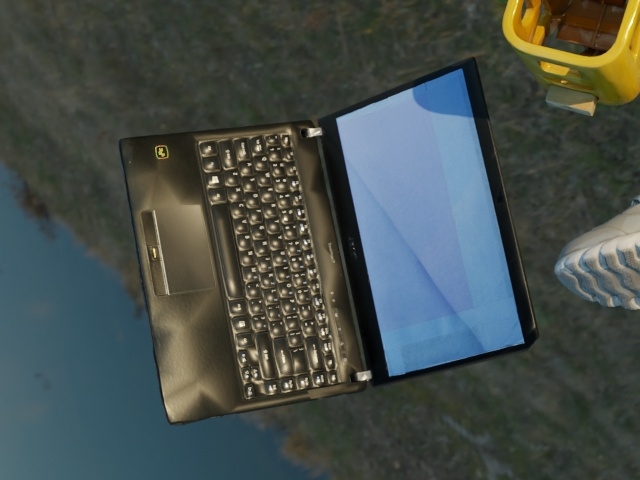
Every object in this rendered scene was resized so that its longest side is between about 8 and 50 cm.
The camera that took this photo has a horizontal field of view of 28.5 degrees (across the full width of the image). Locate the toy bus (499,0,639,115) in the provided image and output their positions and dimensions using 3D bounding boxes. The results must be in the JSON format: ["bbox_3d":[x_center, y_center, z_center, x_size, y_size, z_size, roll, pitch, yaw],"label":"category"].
[{"bbox_3d":[0.200,-0.149,0.936,0.191,0.202,0.104,14,85,68],"label":"toy bus"}]

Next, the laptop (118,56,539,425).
[{"bbox_3d":[0.000,0.000,0.972,0.136,0.264,0.234,139,121,-67],"label":"laptop"}]

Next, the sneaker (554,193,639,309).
[{"bbox_3d":[0.350,-0.025,1.176,0.281,0.105,0.115,-25,41,28],"label":"sneaker"}]
